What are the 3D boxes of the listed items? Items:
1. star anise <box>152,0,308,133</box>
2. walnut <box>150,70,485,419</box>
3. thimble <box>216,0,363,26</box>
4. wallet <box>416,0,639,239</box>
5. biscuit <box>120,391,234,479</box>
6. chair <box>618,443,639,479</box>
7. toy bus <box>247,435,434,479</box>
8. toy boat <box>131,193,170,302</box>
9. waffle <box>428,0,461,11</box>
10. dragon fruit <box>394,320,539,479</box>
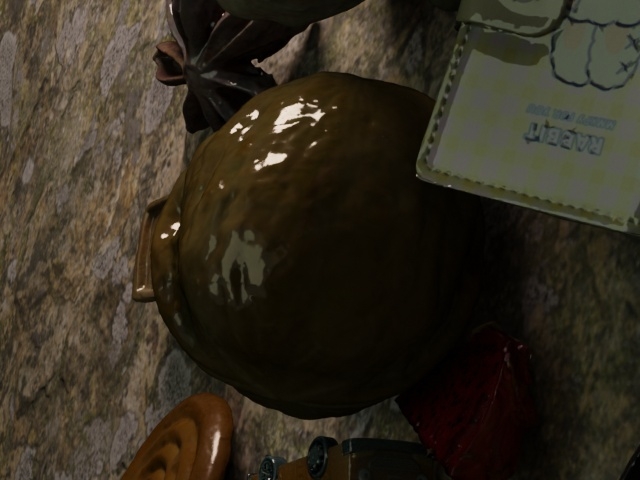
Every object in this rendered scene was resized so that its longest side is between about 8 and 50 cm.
[{"bbox_3d":[-0.094,-0.202,1.830,0.198,0.110,0.257,54,146,24],"label":"star anise"},{"bbox_3d":[0.000,0.000,1.398,0.227,0.283,0.283,94,172,-60],"label":"walnut"},{"bbox_3d":[-0.013,-0.343,1.555,0.195,0.291,0.291,-33,51,45],"label":"thimble"},{"bbox_3d":[0.202,-0.165,1.270,0.223,0.077,0.309,17,94,37],"label":"wallet"},{"bbox_3d":[-0.163,0.263,1.770,0.262,0.037,0.262,-53,20,29],"label":"biscuit"},{"bbox_3d":[0.326,0.205,0.808,0.401,0.226,0.226,25,101,60],"label":"chair"},{"bbox_3d":[0.015,0.221,1.489,0.182,0.091,0.103,-29,56,56],"label":"toy bus"},{"bbox_3d":[-0.123,0.005,1.849,0.188,0.061,0.116,-17,63,58],"label":"toy boat"},{"bbox_3d":[0.114,-0.330,1.362,0.056,0.292,0.309,-41,-25,-79],"label":"waffle"},{"bbox_3d":[0.129,0.126,1.347,0.106,0.083,0.162,-54,14,4],"label":"dragon fruit"}]
